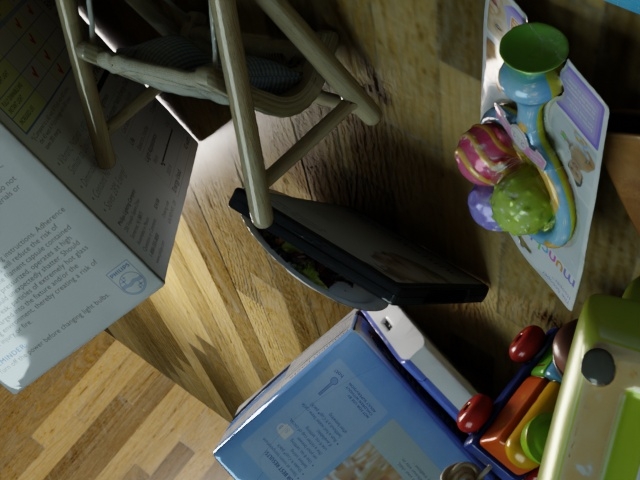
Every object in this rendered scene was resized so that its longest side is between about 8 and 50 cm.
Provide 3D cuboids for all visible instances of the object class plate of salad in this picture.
[{"bbox_3d":[0.000,0.000,1.082,0.200,0.048,0.200,33,-159,-14],"label":"plate of salad"}]

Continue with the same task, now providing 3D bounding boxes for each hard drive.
[{"bbox_3d":[0.182,0.201,1.198,0.318,0.040,0.210,46,-178,-18],"label":"hard drive"}]

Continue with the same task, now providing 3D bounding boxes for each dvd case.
[{"bbox_3d":[0.046,0.008,0.959,0.180,0.022,0.253,31,-170,24],"label":"dvd case"}]

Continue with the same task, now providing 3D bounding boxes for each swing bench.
[{"bbox_3d":[-0.122,-0.177,0.850,0.253,0.165,0.254,22,149,43],"label":"swing bench"}]

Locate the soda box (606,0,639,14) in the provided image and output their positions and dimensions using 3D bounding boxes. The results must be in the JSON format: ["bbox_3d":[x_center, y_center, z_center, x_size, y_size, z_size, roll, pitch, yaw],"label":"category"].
[{"bbox_3d":[0.163,-0.158,0.491,0.210,0.067,0.071,31,160,25],"label":"soda box"}]

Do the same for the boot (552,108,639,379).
[{"bbox_3d":[0.240,0.028,0.723,0.264,0.096,0.280,16,149,50],"label":"boot"}]

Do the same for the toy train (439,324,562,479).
[{"bbox_3d":[0.185,0.188,0.927,0.105,0.248,0.143,40,167,0],"label":"toy train"}]

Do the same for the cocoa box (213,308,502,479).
[{"bbox_3d":[0.075,0.289,1.250,0.347,0.231,0.228,48,-175,0],"label":"cocoa box"}]

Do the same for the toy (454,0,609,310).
[{"bbox_3d":[0.133,-0.052,0.714,0.237,0.056,0.137,85,159,-55],"label":"toy"}]

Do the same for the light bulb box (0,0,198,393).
[{"bbox_3d":[-0.341,-0.103,1.080,0.361,0.225,0.358,48,-162,-22],"label":"light bulb box"}]

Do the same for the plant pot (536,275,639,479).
[{"bbox_3d":[0.231,0.144,0.535,0.228,0.227,0.207,16,-175,32],"label":"plant pot"}]
